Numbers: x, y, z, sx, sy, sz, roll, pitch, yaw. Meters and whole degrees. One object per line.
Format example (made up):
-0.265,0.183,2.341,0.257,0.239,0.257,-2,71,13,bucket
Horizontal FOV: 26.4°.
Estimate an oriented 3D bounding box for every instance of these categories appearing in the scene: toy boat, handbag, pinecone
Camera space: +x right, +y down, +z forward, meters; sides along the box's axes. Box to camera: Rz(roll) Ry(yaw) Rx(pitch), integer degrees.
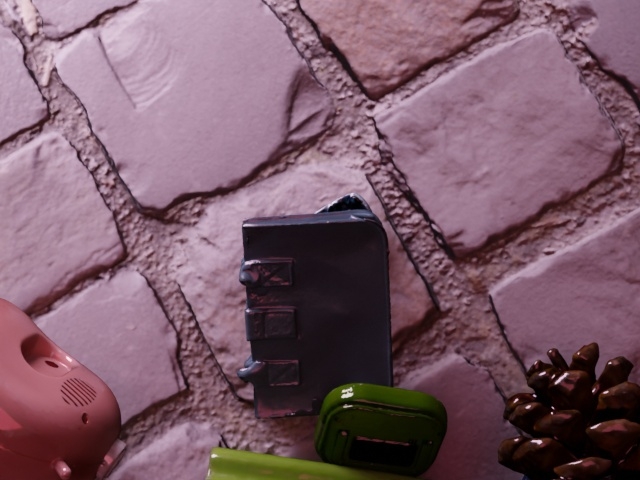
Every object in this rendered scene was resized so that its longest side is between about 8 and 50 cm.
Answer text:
0.000,0.000,1.556,0.137,0.061,0.060,-37,85,-3,toy boat
-0.009,0.082,1.515,0.179,0.062,0.229,-4,104,2,handbag
0.290,0.254,1.438,0.244,0.244,0.309,3,53,1,pinecone

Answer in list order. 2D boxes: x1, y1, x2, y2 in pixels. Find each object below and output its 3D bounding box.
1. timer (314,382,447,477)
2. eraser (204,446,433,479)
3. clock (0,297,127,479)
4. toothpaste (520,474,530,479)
0.066,0.212,1.502,0.140,0.128,0.047,9,43,-6,timer
0.000,0.338,1.462,0.274,0.092,0.210,6,50,4,eraser
-0.313,0.168,1.456,0.241,0.227,0.142,31,99,3,clock
0.228,0.297,1.542,0.037,0.021,0.140,29,81,-1,toothpaste
